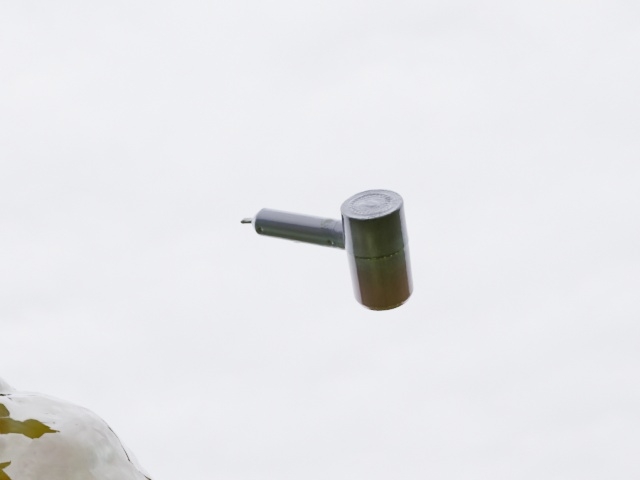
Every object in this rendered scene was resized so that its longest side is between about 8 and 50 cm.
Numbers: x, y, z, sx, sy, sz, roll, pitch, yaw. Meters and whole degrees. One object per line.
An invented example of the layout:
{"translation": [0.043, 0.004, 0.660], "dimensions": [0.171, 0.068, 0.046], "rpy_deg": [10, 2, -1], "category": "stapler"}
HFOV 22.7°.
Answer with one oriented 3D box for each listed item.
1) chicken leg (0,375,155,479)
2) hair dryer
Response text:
{"translation": [-0.117, 0.169, 0.523], "dimensions": [0.152, 0.201, 0.429], "rpy_deg": [-35, -18, -24], "category": "chicken leg"}
{"translation": [0.000, 0.000, 0.937], "dimensions": [0.114, 0.037, 0.063], "rpy_deg": [10, -56, 30], "category": "hair dryer"}
